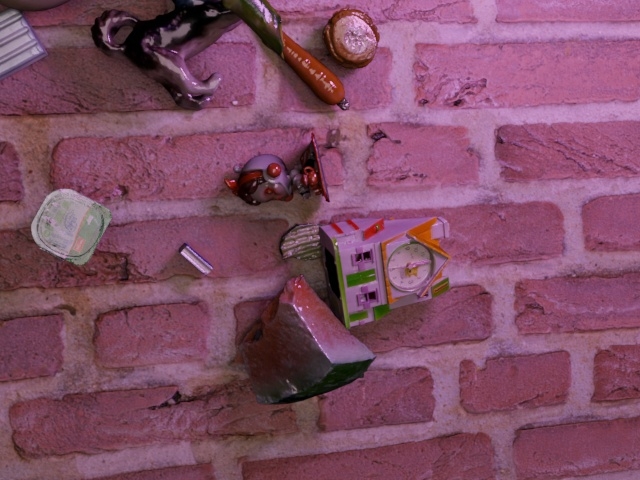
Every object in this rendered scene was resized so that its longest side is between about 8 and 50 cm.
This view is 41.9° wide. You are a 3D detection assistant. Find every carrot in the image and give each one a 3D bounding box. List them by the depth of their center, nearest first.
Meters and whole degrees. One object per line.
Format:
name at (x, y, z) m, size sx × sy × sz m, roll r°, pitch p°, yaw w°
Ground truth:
carrot at (-0.050, -0.426, 1.958) m, size 0.336 × 0.069 × 0.069 m, roll 44°, pitch 87°, yaw -10°

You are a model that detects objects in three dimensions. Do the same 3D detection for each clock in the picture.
clock at (0.172, 0.053, 1.997) m, size 0.309 × 0.166 × 0.235 m, roll -14°, pitch 112°, yaw -12°

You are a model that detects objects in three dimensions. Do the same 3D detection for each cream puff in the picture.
cream puff at (0.071, -0.470, 1.957) m, size 0.126 × 0.103 × 0.144 m, roll -40°, pitch 103°, yaw 1°

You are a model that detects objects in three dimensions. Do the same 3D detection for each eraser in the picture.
eraser at (-0.293, 0.044, 1.964) m, size 0.085 × 0.063 × 0.027 m, roll 42°, pitch 85°, yaw -14°

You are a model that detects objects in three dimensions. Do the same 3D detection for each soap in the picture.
soap at (-0.714, -0.411, 1.820) m, size 0.198 × 0.066 × 0.119 m, roll -30°, pitch 98°, yaw -7°

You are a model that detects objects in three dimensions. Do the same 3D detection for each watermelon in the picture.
watermelon at (-0.055, 0.270, 1.958) m, size 0.302 × 0.151 × 0.264 m, roll 49°, pitch 128°, yaw -5°

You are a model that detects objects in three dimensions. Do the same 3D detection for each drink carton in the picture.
drink carton at (-0.555, -0.041, 1.861) m, size 0.144 × 0.142 × 0.146 m, roll 29°, pitch 91°, yaw -16°

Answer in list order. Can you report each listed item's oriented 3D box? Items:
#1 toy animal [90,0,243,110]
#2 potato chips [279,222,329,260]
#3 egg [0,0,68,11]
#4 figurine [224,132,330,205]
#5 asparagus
toy animal at (-0.307, -0.493, 1.829) m, size 0.303 × 0.194 × 0.344 m, roll 29°, pitch 91°, yaw -13°
potato chips at (0.000, 0.000, 2.037) m, size 0.207 × 0.028 × 0.092 m, roll -6°, pitch 98°, yaw -11°
egg at (-0.595, -0.593, 1.744) m, size 0.269 × 0.219 × 0.219 m, roll -34°, pitch 103°, yaw -24°
figurine at (-0.105, -0.144, 1.937) m, size 0.226 × 0.183 × 0.160 m, roll -12°, pitch 90°, yaw 3°
asparagus at (-0.174, -0.515, 1.724) m, size 0.343 × 0.082 × 0.085 m, roll 42°, pitch 86°, yaw -21°
